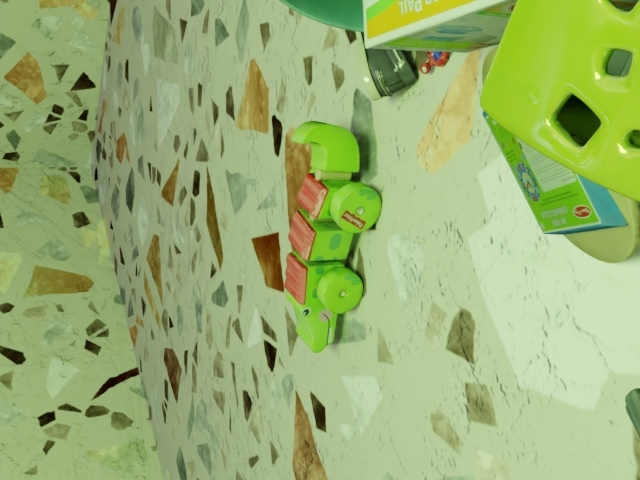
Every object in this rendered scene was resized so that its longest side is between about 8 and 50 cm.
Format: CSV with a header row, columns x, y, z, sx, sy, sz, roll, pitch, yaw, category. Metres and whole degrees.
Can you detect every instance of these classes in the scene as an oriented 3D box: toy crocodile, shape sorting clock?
x,y,z,sx,sy,sz,roll,pitch,yaw,category
0.000,0.000,1.060,0.115,0.105,0.340,47,134,52,toy crocodile
0.198,-0.072,0.636,0.206,0.040,0.206,64,177,5,shape sorting clock

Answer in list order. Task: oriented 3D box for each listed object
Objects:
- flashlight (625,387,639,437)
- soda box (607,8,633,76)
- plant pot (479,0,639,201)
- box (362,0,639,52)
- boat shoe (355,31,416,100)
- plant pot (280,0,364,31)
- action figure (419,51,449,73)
x,y,z,sx,sy,sz,roll,pitch,yaw,category
0.307,0.222,0.485,0.103,0.103,0.304,51,-160,-58,flashlight
0.235,-0.266,0.568,0.098,0.091,0.286,55,140,44,soda box
0.262,-0.112,0.398,0.207,0.228,0.227,53,139,37,plant pot
0.128,-0.208,0.561,0.203,0.114,0.103,6,99,62,box
0.077,-0.274,0.948,0.065,0.075,0.206,-14,70,20,boat shoe
0.066,-0.382,0.705,0.293,0.293,0.235,130,145,-54,plant pot
0.137,-0.232,0.845,0.038,0.030,0.115,61,147,32,action figure
